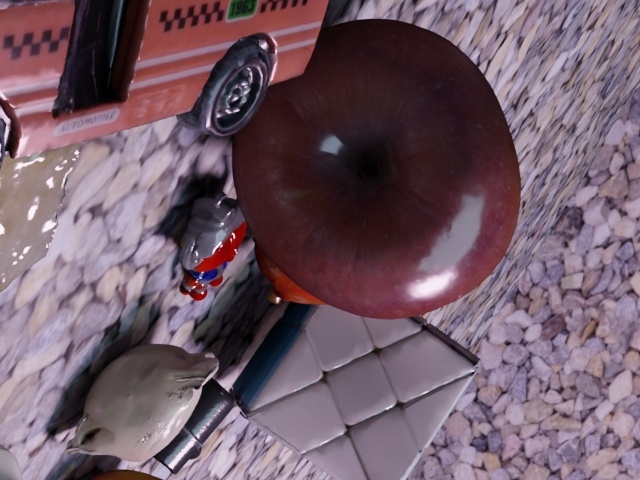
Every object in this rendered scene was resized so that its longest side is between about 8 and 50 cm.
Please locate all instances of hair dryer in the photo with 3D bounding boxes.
[{"bbox_3d":[-0.171,0.255,1.601,0.124,0.071,0.219,-48,167,-17],"label":"hair dryer"}]

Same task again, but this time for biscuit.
[{"bbox_3d":[-0.240,-0.060,0.931,0.141,0.038,0.290,-22,144,-56],"label":"biscuit"}]

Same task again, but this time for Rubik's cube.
[{"bbox_3d":[0.036,0.183,1.578,0.231,0.221,0.224,-55,-173,-8],"label":"Rubik's cube"}]

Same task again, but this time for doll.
[{"bbox_3d":[-0.116,0.002,1.299,0.104,0.062,0.195,-24,158,-23],"label":"doll"}]

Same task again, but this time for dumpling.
[{"bbox_3d":[-0.195,0.179,1.345,0.199,0.118,0.136,-27,177,6],"label":"dumpling"}]

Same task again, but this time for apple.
[{"bbox_3d":[0.059,-0.072,1.212,0.306,0.306,0.235,-56,177,6],"label":"apple"}]

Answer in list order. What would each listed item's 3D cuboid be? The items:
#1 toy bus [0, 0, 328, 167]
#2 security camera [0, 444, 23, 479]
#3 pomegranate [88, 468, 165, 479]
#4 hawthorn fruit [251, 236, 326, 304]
[{"bbox_3d":[-0.161,-0.176,0.683,0.427,0.203,0.233,-26,142,-55],"label":"toy bus"},{"bbox_3d":[-0.304,0.314,1.127,0.194,0.236,0.194,-48,160,-24],"label":"security camera"},{"bbox_3d":[-0.244,0.371,1.460,0.191,0.191,0.191,-45,159,-23],"label":"pomegranate"},{"bbox_3d":[0.000,0.000,1.414,0.169,0.169,0.188,-17,138,-60],"label":"hawthorn fruit"}]
